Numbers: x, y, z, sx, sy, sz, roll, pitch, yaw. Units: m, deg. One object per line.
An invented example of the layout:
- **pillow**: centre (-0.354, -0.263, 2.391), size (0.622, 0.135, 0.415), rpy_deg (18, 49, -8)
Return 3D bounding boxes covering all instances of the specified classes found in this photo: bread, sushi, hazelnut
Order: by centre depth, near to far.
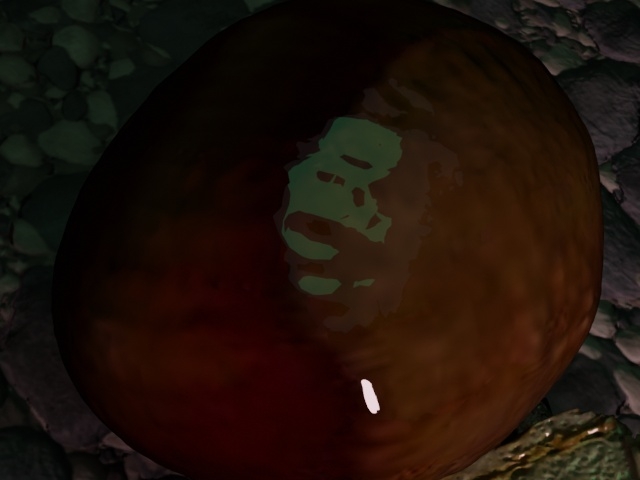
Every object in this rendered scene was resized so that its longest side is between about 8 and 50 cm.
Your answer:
- **bread**: centre (0.143, 0.211, 1.061), size (0.232, 0.088, 0.128), rpy_deg (-25, 46, -13)
- **hazelnut**: centre (0.000, 0.000, 1.061), size (0.421, 0.353, 0.421), rpy_deg (-10, 47, 11)
- **sushi**: centre (0.168, 0.166, 1.160), size (0.046, 0.044, 0.083), rpy_deg (-14, 48, 2)
